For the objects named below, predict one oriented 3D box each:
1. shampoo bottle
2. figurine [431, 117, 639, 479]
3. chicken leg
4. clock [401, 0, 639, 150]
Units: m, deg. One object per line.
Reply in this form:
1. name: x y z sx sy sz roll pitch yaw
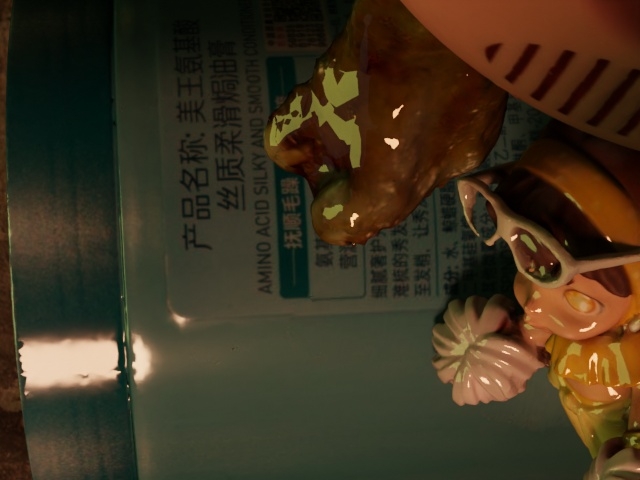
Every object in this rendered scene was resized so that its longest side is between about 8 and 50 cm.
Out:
1. shampoo bottle: 0.000 0.000 0.943 0.331 0.343 0.331 176 90 -85
2. figurine: 0.135 0.048 0.720 0.175 0.116 0.240 47 153 48
3. chicken leg: 0.094 -0.141 0.533 0.361 0.211 0.140 103 156 -61
4. clock: 0.105 -0.091 0.325 0.241 0.227 0.142 97 -177 -64
